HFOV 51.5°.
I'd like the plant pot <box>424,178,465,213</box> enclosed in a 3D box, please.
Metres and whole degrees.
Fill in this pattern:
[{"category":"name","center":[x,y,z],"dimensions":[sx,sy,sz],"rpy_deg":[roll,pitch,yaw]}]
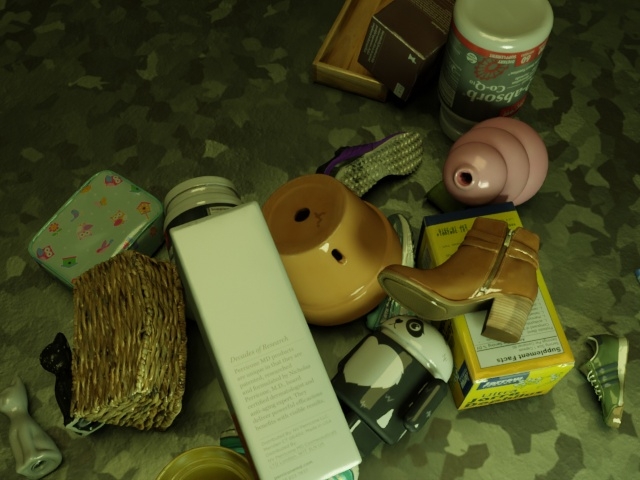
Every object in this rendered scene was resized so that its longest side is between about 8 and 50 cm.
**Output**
[{"category":"plant pot","center":[0.298,-0.097,1.539],"dimensions":[0.083,0.083,0.079],"rpy_deg":[-35,79,-16]}]

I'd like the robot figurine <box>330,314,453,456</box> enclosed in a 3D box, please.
[{"category":"robot figurine","center":[0.127,0.270,1.270],"dimensions":[0.209,0.173,0.278],"rpy_deg":[40,79,18]}]

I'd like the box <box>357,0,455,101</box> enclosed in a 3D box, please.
[{"category":"box","center":[0.230,-0.490,1.619],"dimensions":[0.167,0.168,0.203],"rpy_deg":[43,65,10]}]

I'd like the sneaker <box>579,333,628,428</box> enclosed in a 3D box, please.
[{"category":"sneaker","center":[0.564,0.276,1.337],"dimensions":[0.086,0.064,0.192],"rpy_deg":[11,62,15]}]

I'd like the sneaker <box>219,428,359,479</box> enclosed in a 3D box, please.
[{"category":"sneaker","center":[-0.065,0.418,1.251],"dimensions":[0.275,0.107,0.110],"rpy_deg":[14,72,9]}]

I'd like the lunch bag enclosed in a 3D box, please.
[{"category":"lunch bag","center":[-0.491,-0.015,1.487],"dimensions":[0.224,0.108,0.279],"rpy_deg":[29,65,19]}]

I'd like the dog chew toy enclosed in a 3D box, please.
[{"category":"dog chew toy","center":[0.366,-0.156,1.432],"dimensions":[0.206,0.207,0.332],"rpy_deg":[36,29,18]}]

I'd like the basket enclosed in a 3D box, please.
[{"category":"basket","center":[-0.321,0.189,1.269],"dimensions":[0.213,0.223,0.299],"rpy_deg":[-26,57,25]}]

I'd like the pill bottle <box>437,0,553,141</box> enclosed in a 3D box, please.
[{"category":"pill bottle","center":[0.384,-0.393,1.528],"dimensions":[0.210,0.363,0.210],"rpy_deg":[-1,61,1]}]

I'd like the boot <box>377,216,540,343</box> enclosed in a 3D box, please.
[{"category":"boot","center":[0.263,0.041,1.217],"dimensions":[0.283,0.109,0.220],"rpy_deg":[18,64,8]}]

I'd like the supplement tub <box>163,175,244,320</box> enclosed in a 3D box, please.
[{"category":"supplement tub","center":[-0.227,0.020,1.415],"dimensions":[0.191,0.191,0.272],"rpy_deg":[-15,62,-7]}]

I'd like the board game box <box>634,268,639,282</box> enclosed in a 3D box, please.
[{"category":"board game box","center":[0.750,0.097,1.450],"dimensions":[0.090,0.020,0.090],"rpy_deg":[-10,63,-4]}]

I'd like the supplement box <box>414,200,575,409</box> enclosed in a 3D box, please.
[{"category":"supplement box","center":[0.333,0.131,1.342],"dimensions":[0.194,0.195,0.357],"rpy_deg":[-10,61,-4]}]

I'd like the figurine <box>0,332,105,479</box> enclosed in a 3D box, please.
[{"category":"figurine","center":[-0.541,0.321,1.300],"dimensions":[0.215,0.092,0.209],"rpy_deg":[-43,60,5]}]

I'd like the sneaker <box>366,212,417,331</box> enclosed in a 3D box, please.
[{"category":"sneaker","center":[0.144,0.066,1.432],"dimensions":[0.122,0.110,0.283],"rpy_deg":[-1,61,4]}]

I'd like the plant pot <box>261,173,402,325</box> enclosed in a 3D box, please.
[{"category":"plant pot","center":[0.000,0.000,1.363],"dimensions":[0.290,0.203,0.291],"rpy_deg":[-14,51,18]}]

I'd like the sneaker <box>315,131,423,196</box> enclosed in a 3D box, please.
[{"category":"sneaker","center":[0.109,-0.194,1.576],"dimensions":[0.293,0.102,0.146],"rpy_deg":[-27,31,-30]}]

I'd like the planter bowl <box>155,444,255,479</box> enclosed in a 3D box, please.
[{"category":"planter bowl","center":[-0.200,0.493,1.214],"dimensions":[0.217,0.090,0.217],"rpy_deg":[-1,65,2]}]

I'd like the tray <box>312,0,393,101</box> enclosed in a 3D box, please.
[{"category":"tray","center":[0.148,-0.570,1.795],"dimensions":[0.202,0.076,0.411],"rpy_deg":[19,64,11]}]

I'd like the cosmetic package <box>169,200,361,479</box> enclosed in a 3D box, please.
[{"category":"cosmetic package","center":[-0.106,0.189,1.140],"dimensions":[0.161,0.230,0.453],"rpy_deg":[-19,78,-14]}]
